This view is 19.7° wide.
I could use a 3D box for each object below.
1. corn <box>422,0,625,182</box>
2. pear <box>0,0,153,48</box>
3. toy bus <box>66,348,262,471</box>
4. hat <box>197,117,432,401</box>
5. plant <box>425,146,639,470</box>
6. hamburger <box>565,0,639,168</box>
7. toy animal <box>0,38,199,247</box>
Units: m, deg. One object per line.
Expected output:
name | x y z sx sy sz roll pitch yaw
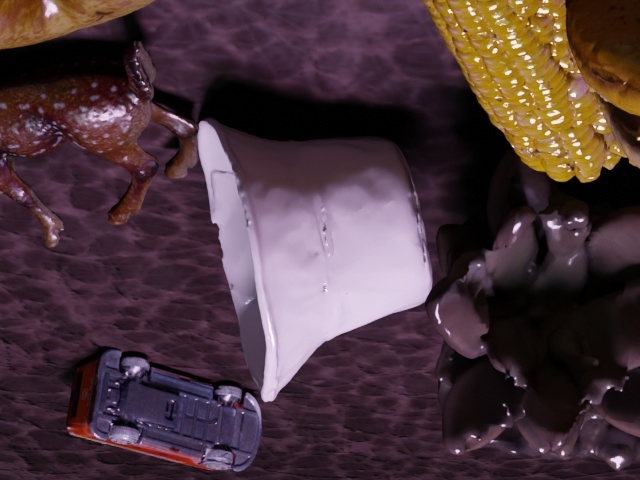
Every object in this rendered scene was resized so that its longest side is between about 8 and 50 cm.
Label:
corn | 0.113 -0.126 0.999 0.101 0.101 0.291 -8 150 19
pear | -0.127 -0.181 0.758 0.188 0.211 0.228 2 155 -5
toy bus | -0.139 0.155 1.622 0.174 0.079 0.077 20 157 -35
hat | 0.000 0.000 1.205 0.126 0.203 0.203 -12 155 -7
plant | 0.164 0.052 1.221 0.182 0.194 0.320 3 173 5
hamburger | 0.221 -0.103 0.913 0.182 0.191 0.118 -40 133 3
toy animal | -0.213 -0.084 1.147 0.244 0.087 0.260 -18 149 8
